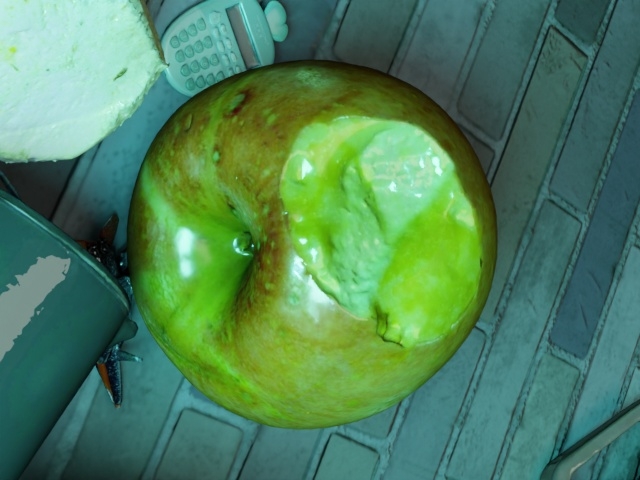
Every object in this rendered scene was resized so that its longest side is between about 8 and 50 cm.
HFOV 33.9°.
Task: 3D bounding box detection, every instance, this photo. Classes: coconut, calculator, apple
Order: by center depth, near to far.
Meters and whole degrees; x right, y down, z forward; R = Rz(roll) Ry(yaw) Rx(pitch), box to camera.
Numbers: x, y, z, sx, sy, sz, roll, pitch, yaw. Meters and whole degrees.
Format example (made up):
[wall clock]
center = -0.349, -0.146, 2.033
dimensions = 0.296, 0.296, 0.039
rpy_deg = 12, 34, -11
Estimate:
[coconut]
center = -0.250, -0.208, 0.824
dimensions = 0.233, 0.245, 0.233
rpy_deg = -22, 146, -15
[apple]
center = 0.000, 0.000, 0.959
dimensions = 0.339, 0.339, 0.340
rpy_deg = -5, 98, -36
[calculator]
center = -0.096, -0.200, 1.065
dimensions = 0.153, 0.021, 0.095
rpy_deg = -31, 113, -30

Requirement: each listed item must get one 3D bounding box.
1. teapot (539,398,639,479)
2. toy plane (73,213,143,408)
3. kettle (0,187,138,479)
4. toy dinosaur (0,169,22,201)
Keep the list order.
[teapot]
center = 0.488, 0.413, 1.432
dimensions = 0.361, 0.305, 0.376
rpy_deg = -32, 85, -22
[toy plane]
center = -0.200, 0.077, 0.994
dimensions = 0.130, 0.061, 0.189
rpy_deg = -46, 128, -59
[kettle]
center = -0.317, 0.099, 0.737
dimensions = 0.262, 0.203, 0.308
rpy_deg = 33, 72, 2
[toy dinosaur]
center = -0.404, -0.075, 0.778
dimensions = 0.363, 0.147, 0.076
rpy_deg = 25, 81, -44
